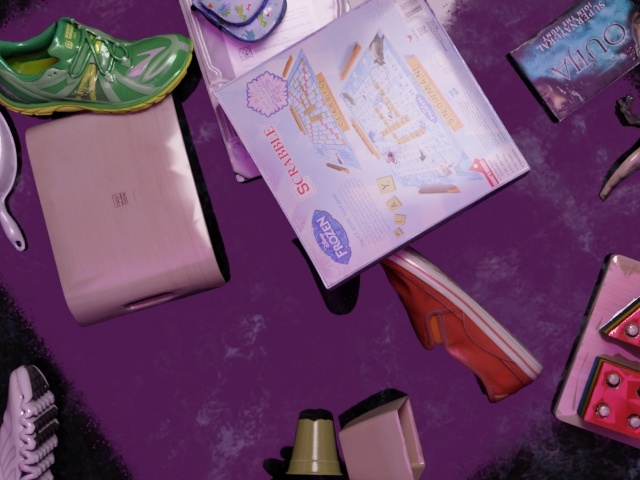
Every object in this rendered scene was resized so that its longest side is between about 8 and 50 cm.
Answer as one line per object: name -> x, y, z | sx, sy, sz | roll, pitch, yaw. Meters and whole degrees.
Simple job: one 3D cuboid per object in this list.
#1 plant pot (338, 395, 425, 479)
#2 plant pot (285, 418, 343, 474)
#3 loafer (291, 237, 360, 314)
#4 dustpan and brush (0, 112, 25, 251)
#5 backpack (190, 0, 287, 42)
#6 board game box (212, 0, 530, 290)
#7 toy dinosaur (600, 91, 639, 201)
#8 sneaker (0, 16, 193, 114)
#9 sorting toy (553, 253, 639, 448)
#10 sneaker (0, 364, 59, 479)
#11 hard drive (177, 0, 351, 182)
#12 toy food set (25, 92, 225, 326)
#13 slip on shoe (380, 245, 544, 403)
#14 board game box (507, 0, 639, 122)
plant pot -> 0.085, 0.293, 1.791 | 0.096, 0.109, 0.109 | -13, 92, 13
plant pot -> -0.008, 0.298, 1.807 | 0.083, 0.083, 0.079 | 2, 79, 0
loafer -> 0.000, 0.000, 1.802 | 0.078, 0.076, 0.223 | -9, 100, 37
dustpan and brush -> -0.487, -0.078, 1.812 | 0.147, 0.060, 0.211 | -29, 84, 3
backpack -> -0.107, -0.329, 1.718 | 0.114, 0.084, 0.105 | 37, 94, -3
board game box -> 0.068, -0.146, 1.708 | 0.318, 0.066, 0.319 | -30, 82, 2
toy dinosaur -> 0.498, -0.172, 1.794 | 0.268, 0.064, 0.118 | -30, 98, 5
sneaker -> -0.324, -0.246, 1.747 | 0.295, 0.123, 0.109 | -8, 54, 5
sorting toy -> 0.501, 0.181, 1.788 | 0.257, 0.089, 0.255 | 20, 92, 0
sneaker -> -0.442, 0.325, 1.798 | 0.118, 0.110, 0.292 | 1, 91, 9
hard drive -> -0.060, -0.276, 1.793 | 0.237, 0.064, 0.339 | -17, 92, 1
toy food set -> -0.280, -0.052, 1.798 | 0.219, 0.092, 0.306 | -16, 83, 1
slip on shoe -> 0.169, 0.105, 1.779 | 0.331, 0.123, 0.101 | 43, 95, -6
board game box -> 0.382, -0.274, 1.807 | 0.186, 0.026, 0.126 | -37, 91, 1
